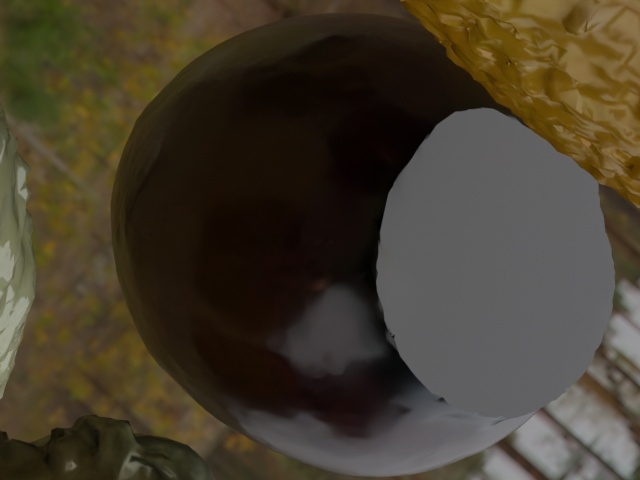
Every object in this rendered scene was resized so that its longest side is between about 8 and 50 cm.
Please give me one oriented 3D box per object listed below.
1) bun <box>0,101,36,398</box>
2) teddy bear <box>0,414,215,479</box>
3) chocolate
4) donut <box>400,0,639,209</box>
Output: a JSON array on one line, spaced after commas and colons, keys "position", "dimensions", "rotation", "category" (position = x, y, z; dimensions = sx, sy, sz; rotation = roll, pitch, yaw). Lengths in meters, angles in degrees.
[{"position": [-0.166, 0.030, 0.360], "dimensions": [0.244, 0.153, 0.244], "rotation": [-49, 177, -3], "category": "bun"}, {"position": [-0.033, 0.207, 0.500], "dimensions": [0.156, 0.256, 0.267], "rotation": [-74, -171, -71], "category": "teddy bear"}, {"position": [0.000, 0.000, 0.546], "dimensions": [0.133, 0.127, 0.124], "rotation": [-6, -126, 45], "category": "chocolate"}, {"position": [0.109, -0.062, 0.324], "dimensions": [0.110, 0.303, 0.303], "rotation": [-57, 175, -10], "category": "donut"}]
